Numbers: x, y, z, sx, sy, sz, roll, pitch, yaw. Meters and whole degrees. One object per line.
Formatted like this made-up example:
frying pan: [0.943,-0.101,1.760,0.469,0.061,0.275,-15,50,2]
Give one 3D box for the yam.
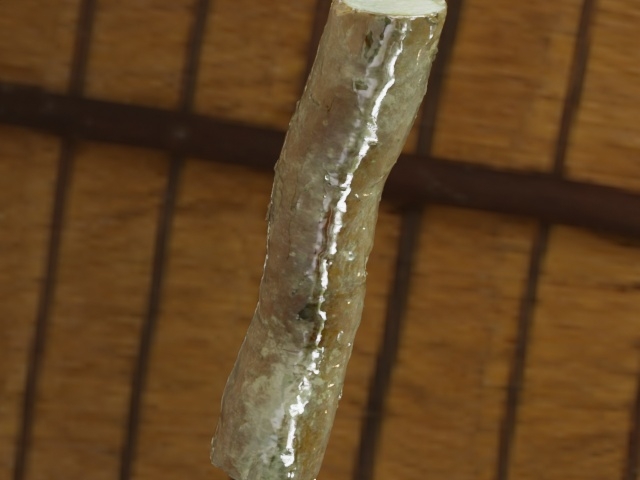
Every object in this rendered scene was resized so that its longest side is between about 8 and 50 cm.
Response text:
yam: [0.000,0.000,0.879,0.061,0.061,0.252,46,-54,54]
